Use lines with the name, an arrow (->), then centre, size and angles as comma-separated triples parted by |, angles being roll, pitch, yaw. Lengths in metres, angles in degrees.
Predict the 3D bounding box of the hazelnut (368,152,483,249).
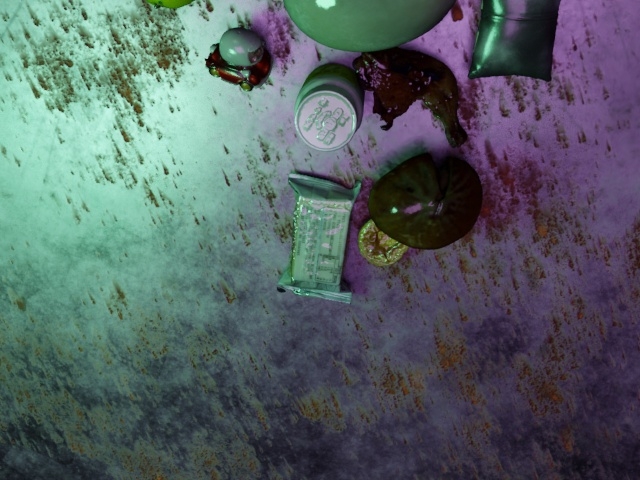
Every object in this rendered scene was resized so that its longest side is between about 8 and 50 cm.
hazelnut -> 0.230, -0.081, 1.616 | 0.251, 0.217, 0.217 | -4, 114, 3

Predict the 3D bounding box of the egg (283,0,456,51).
egg -> 0.101, -0.495, 1.411 | 0.352, 0.258, 0.259 | -14, 113, 12

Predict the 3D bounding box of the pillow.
pillow -> 0.401, -0.443, 1.491 | 0.185, 0.106, 0.250 | -1, 117, -3

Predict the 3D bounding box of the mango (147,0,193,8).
mango -> -0.266, -0.597, 1.464 | 0.175, 0.143, 0.293 | 33, 103, -4

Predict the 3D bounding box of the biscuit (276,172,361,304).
biscuit -> -0.005, 0.000, 1.745 | 0.186, 0.079, 0.309 | 7, 116, 4

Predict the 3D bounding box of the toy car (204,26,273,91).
toy car -> -0.173, -0.394, 1.546 | 0.139, 0.112, 0.112 | 15, 149, 7

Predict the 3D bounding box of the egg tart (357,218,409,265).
egg tart -> 0.151, 0.000, 1.746 | 0.130, 0.052, 0.130 | 2, 113, 4

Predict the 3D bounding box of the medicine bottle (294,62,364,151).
medicine bottle -> 0.019, -0.274, 1.517 | 0.143, 0.258, 0.144 | 2, 114, 4

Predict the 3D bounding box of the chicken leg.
chicken leg -> 0.202, -0.307, 1.551 | 0.322, 0.083, 0.178 | 9, 100, -29
